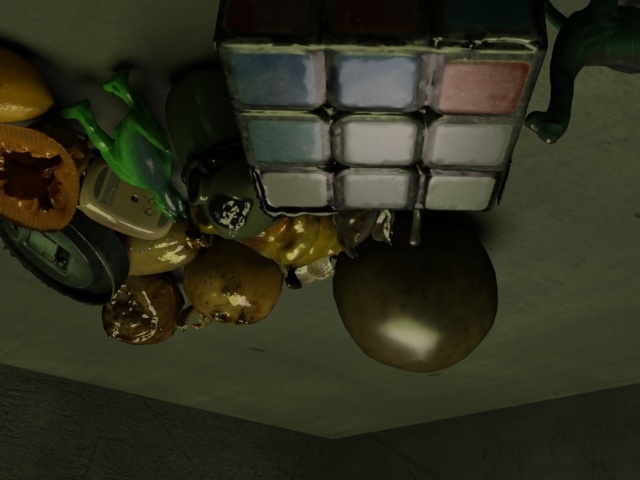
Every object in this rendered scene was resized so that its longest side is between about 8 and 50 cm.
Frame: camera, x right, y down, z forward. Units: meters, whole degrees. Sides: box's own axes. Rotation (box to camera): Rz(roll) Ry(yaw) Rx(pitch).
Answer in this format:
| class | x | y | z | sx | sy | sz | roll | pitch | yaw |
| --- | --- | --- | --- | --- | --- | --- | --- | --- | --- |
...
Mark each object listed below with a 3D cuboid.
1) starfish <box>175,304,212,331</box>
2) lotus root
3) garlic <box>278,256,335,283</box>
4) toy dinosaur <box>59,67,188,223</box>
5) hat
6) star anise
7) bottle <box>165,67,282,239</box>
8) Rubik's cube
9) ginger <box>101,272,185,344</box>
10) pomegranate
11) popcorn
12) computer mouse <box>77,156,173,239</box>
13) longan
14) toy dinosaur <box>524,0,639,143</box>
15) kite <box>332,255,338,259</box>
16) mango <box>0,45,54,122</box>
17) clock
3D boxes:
| class | x | y | z | sx | sy | sz | roll | pitch | yaw |
| --- | --- | --- | --- | --- | --- | --- | --- | --- | --- |
| starfish | -0.299 | 0.194 | 2.070 | 0.327 | 0.094 | 0.375 | -16 | 164 | -34 |
| lotus root | -0.403 | -0.002 | 1.687 | 0.342 | 0.152 | 0.169 | -10 | 134 | 25 |
| garlic | -0.048 | 0.012 | 1.628 | 0.127 | 0.194 | 0.131 | -30 | 140 | 9 |
| toy dinosaur | -0.298 | -0.105 | 1.250 | 0.144 | 0.500 | 0.375 | -35 | 128 | -11 |
| hat | -0.511 | -0.166 | 1.344 | 0.233 | 0.233 | 0.244 | 45 | 121 | -8 |
| star anise | 0.090 | -0.099 | 1.361 | 0.139 | 0.315 | 0.360 | 18 | 125 | 42 |
| bottle | -0.155 | -0.143 | 1.142 | 0.168 | 0.347 | 0.169 | -11 | 132 | -13 |
| Rubik's cube | 0.073 | -0.266 | 0.899 | 0.362 | 0.359 | 0.363 | 3 | 150 | 5 |
| ginger | -0.509 | 0.173 | 2.005 | 0.200 | 0.270 | 0.223 | 5 | -165 | 14 |
| pomegranate | -0.222 | 0.098 | 1.757 | 0.260 | 0.261 | 0.260 | 3 | 153 | 2 |
| popcorn | -0.094 | -0.068 | 1.417 | 0.315 | 0.281 | 0.297 | 33 | 175 | -30 |
| computer mouse | -0.431 | -0.090 | 1.524 | 0.236 | 0.145 | 0.082 | 24 | 162 | -37 |
| longan | 0.226 | 0.123 | 1.646 | 0.404 | 0.405 | 0.336 | 6 | -171 | -3 |
| toy dinosaur | 0.428 | -0.231 | 0.917 | 0.383 | 0.331 | 0.129 | 8 | 148 | -10 |
| kite | -0.038 | 0.022 | 1.774 | 0.285 | 0.015 | 0.152 | 17 | -177 | -29 |
| mango | -0.578 | -0.270 | 1.198 | 0.219 | 0.145 | 0.112 | 9 | 168 | -14 |
| clock | -0.626 | -0.002 | 1.633 | 0.386 | 0.076 | 0.386 | 20 | 141 | 17 |
